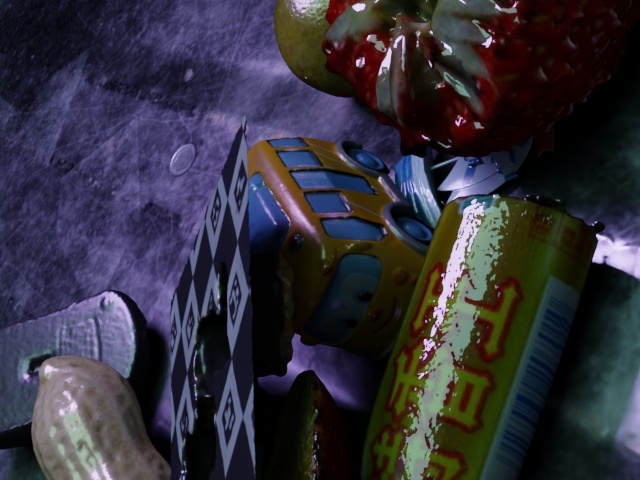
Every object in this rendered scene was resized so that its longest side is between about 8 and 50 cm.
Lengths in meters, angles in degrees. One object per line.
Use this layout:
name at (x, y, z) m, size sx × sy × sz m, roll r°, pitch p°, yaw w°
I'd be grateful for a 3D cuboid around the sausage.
sausage at (0.093, 0.120, 0.724) m, size 0.125 × 0.117 × 0.318 m, roll 5°, pitch 68°, yaw 54°

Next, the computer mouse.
computer mouse at (-0.291, 0.151, 1.095) m, size 0.269 × 0.086 × 0.138 m, roll -19°, pitch 63°, yaw 16°

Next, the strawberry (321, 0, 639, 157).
strawberry at (0.144, -0.205, 0.835) m, size 0.261 × 0.257 × 0.261 m, roll 9°, pitch 102°, yaw 46°

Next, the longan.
longan at (0.038, -0.217, 0.994) m, size 0.145 × 0.176 × 0.155 m, roll -51°, pitch -16°, yaw -68°

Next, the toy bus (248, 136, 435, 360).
toy bus at (0.000, 0.000, 0.855) m, size 0.126 × 0.136 × 0.209 m, roll -62°, pitch 37°, yaw 26°

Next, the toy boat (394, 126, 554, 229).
toy boat at (0.130, -0.052, 0.877) m, size 0.149 × 0.034 × 0.105 m, roll 1°, pitch 62°, yaw 31°

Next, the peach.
peach at (-0.005, 0.189, 0.739) m, size 0.279 × 0.068 × 0.189 m, roll 124°, pitch 154°, yaw -68°

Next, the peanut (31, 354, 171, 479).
peanut at (-0.193, 0.214, 0.924) m, size 0.123 × 0.123 × 0.257 m, roll -41°, pitch 53°, yaw 16°

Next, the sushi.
sushi at (-0.063, 0.105, 0.777) m, size 0.294 × 0.059 × 0.292 m, roll 122°, pitch 148°, yaw -56°
